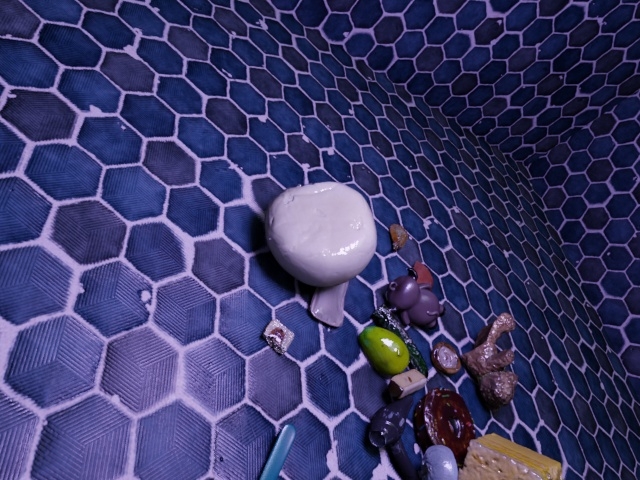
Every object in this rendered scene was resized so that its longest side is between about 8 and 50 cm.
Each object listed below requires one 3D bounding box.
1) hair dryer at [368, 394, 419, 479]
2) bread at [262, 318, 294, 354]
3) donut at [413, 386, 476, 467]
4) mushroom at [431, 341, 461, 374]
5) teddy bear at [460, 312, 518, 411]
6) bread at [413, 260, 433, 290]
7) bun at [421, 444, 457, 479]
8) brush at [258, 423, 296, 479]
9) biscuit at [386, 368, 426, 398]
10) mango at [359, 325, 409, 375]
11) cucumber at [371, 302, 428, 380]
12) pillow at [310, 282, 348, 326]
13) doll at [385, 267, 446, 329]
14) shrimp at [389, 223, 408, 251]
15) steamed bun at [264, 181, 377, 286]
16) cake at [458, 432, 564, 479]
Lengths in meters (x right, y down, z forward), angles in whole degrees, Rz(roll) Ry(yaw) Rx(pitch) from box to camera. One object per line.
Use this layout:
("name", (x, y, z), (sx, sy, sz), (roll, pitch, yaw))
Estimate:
("hair dryer", (0.241, 0.592, 1.215), (0.235, 0.091, 0.272), (-14, 82, -58))
("bread", (-0.114, 0.258, 1.157), (0.083, 0.035, 0.070), (43, 39, -4))
("donut", (0.384, 0.579, 1.320), (0.235, 0.089, 0.235), (24, 46, -27))
("mushroom", (0.446, 0.423, 1.524), (0.123, 0.052, 0.123), (17, 50, -22))
("teddy bear", (0.660, 0.443, 1.572), (0.296, 0.246, 0.222), (-39, 69, -22))
("bread", (0.389, 0.169, 1.653), (0.119, 0.067, 0.192), (43, 41, -8))
("bun", (0.312, 0.622, 1.145), (0.083, 0.141, 0.141), (5, 50, 1))
("brush", (-0.110, 0.513, 0.974), (0.043, 0.032, 0.193), (42, 53, -16))
("biscuit", (0.269, 0.442, 1.314), (0.056, 0.052, 0.188), (31, 14, 34))
("mango", (0.202, 0.338, 1.333), (0.178, 0.100, 0.119), (42, 43, 2))
("cucumber", (0.279, 0.343, 1.424), (0.294, 0.067, 0.067), (53, 40, 3))
("pillow", (0.032, 0.165, 1.357), (0.130, 0.038, 0.233), (34, 43, -22))
("doll", (0.333, 0.214, 1.515), (0.257, 0.117, 0.182), (33, 85, -18))
("shrimp", (0.316, -0.008, 1.750), (0.091, 0.043, 0.184), (33, 36, -8))
("steamed bun", (0.000, 0.000, 1.300), (0.333, 0.233, 0.312), (-3, 57, -7))
("cake", (0.543, 0.701, 1.208), (0.286, 0.227, 0.223), (21, 84, -49))
